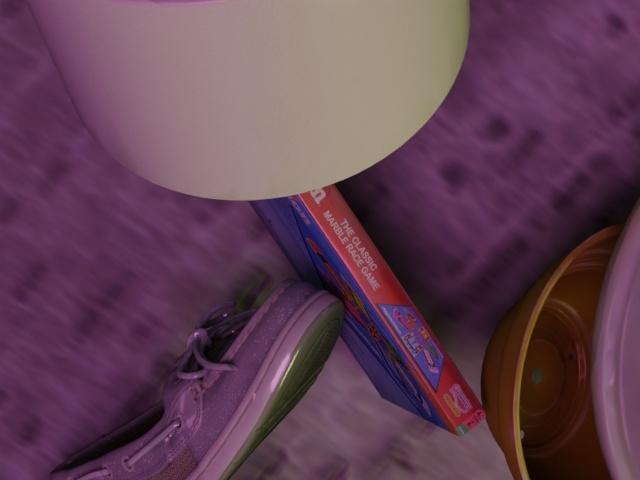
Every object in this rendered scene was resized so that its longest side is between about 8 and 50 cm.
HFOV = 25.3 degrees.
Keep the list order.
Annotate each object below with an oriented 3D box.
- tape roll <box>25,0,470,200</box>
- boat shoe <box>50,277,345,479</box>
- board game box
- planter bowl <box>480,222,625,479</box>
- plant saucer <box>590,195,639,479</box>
[{"bbox_3d":[-0.043,-0.166,0.770,0.246,0.246,0.169,1,149,10],"label":"tape roll"},{"bbox_3d":[-0.094,0.124,0.999,0.103,0.118,0.320,42,133,3],"label":"boat shoe"},{"bbox_3d":[0.000,0.000,0.937,0.027,0.145,0.281,-37,104,-11],"label":"board game box"},{"bbox_3d":[0.172,0.095,0.943,0.090,0.217,0.217,4,119,51],"label":"planter bowl"},{"bbox_3d":[0.369,0.076,0.854,0.400,0.100,0.401,-1,101,-7],"label":"plant saucer"}]
